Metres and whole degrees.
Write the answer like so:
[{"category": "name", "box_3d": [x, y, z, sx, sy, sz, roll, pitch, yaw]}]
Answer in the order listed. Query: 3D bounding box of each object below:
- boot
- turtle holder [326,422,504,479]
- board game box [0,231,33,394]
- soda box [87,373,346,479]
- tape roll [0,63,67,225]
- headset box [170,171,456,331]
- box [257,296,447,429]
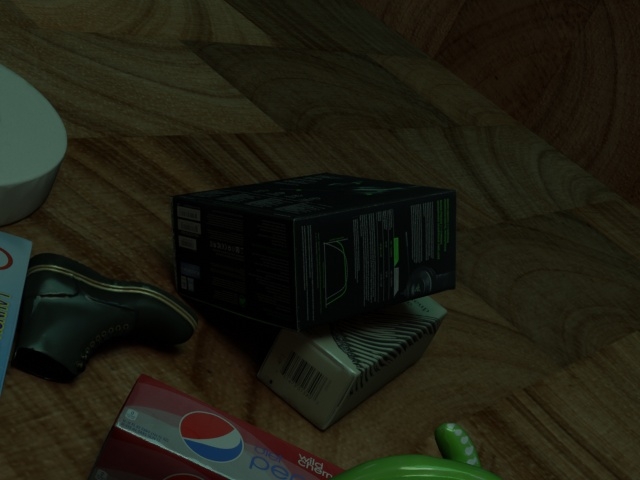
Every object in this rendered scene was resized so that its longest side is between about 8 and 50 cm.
[{"category": "boot", "box_3d": [-0.232, 0.108, 1.056, 0.198, 0.077, 0.137, 19, 41, -20]}, {"category": "turtle holder", "box_3d": [0.089, 0.337, 0.797, 0.243, 0.320, 0.227, -8, 31, -1]}, {"category": "board game box", "box_3d": [-0.434, 0.068, 0.885, 0.302, 0.086, 0.308, 19, 27, -19]}, {"category": "soda box", "box_3d": [-0.079, 0.234, 0.942, 0.263, 0.083, 0.092, 26, 26, -5]}, {"category": "tape roll", "box_3d": [-0.513, -0.153, 1.223, 0.392, 0.072, 0.392, 23, 27, -13]}, {"category": "headset box", "box_3d": [0.000, 0.000, 1.228, 0.283, 0.131, 0.246, -12, 16, -40]}, {"category": "box", "box_3d": [0.048, 0.128, 1.245, 0.113, 0.094, 0.275, 36, 27, 17]}]
